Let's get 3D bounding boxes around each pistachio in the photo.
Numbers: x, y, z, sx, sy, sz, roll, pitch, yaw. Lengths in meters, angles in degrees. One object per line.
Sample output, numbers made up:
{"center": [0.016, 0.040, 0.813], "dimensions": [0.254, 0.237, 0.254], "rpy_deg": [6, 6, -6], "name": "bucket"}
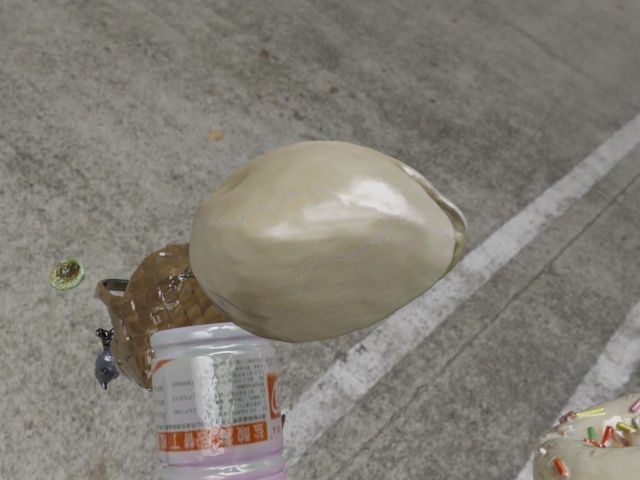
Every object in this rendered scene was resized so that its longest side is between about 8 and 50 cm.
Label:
{"center": [0.000, 0.000, 0.847], "dimensions": [0.208, 0.332, 0.226], "rpy_deg": [6, 75, -70], "name": "pistachio"}

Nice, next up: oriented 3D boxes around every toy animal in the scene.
{"center": [-0.552, 0.333, 2.023], "dimensions": [0.117, 0.121, 0.210], "rpy_deg": [-1, 24, -15], "name": "toy animal"}

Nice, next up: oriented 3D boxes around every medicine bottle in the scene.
{"center": [-0.161, 0.295, 1.190], "dimensions": [0.202, 0.202, 0.315], "rpy_deg": [-2, 80, -26], "name": "medicine bottle"}

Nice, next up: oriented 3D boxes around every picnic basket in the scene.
{"center": [-0.360, 0.154, 1.679], "dimensions": [0.293, 0.337, 0.337], "rpy_deg": [13, 37, -52], "name": "picnic basket"}

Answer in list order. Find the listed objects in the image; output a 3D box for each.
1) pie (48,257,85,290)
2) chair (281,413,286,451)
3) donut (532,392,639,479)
{"center": [-0.566, 0.076, 1.659], "dimensions": [0.085, 0.017, 0.085], "rpy_deg": [-3, 61, 6], "name": "pie"}
{"center": [-0.192, 0.543, 1.929], "dimensions": [0.186, 0.160, 0.319], "rpy_deg": [41, 15, -13], "name": "chair"}
{"center": [0.495, 0.326, 1.112], "dimensions": [0.383, 0.383, 0.142], "rpy_deg": [-20, 91, -37], "name": "donut"}
